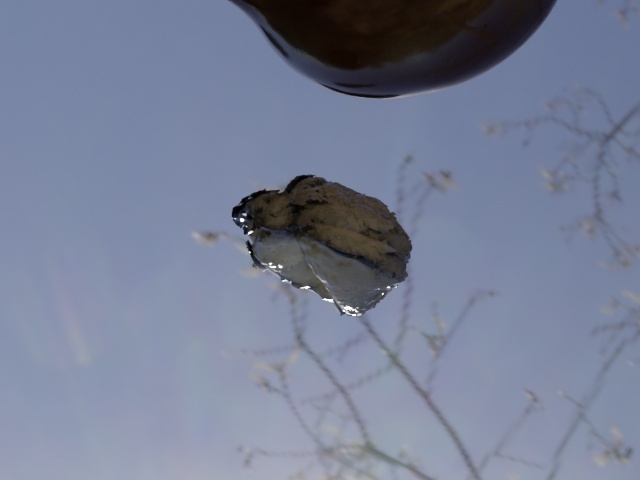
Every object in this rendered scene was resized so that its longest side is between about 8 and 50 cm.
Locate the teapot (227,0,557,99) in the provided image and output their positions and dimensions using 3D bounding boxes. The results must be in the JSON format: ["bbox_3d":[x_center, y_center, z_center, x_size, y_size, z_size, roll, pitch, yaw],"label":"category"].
[{"bbox_3d":[0.059,-0.173,0.999,0.252,0.135,0.178,-25,-129,5],"label":"teapot"}]

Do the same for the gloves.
[{"bbox_3d":[0.003,-0.003,1.186,0.114,0.153,0.070,30,-97,1],"label":"gloves"}]
